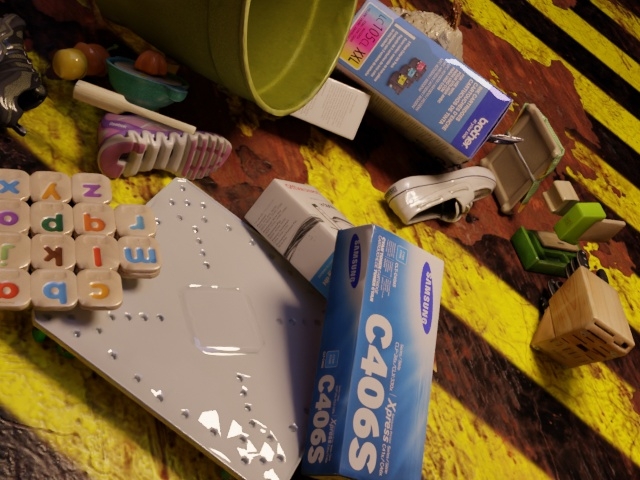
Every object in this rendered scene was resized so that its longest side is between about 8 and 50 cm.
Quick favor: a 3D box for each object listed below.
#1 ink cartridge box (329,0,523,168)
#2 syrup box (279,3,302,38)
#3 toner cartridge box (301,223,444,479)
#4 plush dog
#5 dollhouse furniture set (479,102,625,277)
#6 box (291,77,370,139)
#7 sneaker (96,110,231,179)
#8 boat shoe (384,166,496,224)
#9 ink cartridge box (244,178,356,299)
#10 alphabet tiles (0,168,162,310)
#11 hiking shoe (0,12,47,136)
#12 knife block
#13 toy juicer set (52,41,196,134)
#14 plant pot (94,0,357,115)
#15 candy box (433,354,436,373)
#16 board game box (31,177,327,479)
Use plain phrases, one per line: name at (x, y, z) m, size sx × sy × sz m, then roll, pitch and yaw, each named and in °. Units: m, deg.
ink cartridge box at (0.202, -0.278, 1.809) m, size 0.395 × 0.151 × 0.270 m, roll 38°, pitch 0°, yaw -2°
syrup box at (-0.060, -0.392, 1.767) m, size 0.096 × 0.093 × 0.237 m, roll 20°, pitch 8°, yaw -21°
toner cartridge box at (0.079, 0.168, 1.296) m, size 0.165 × 0.075 × 0.348 m, roll 26°, pitch 63°, yaw -40°
plush dog at (0.191, -0.448, 2.054) m, size 0.225 × 0.210 × 0.262 m, roll 22°, pitch 32°, yaw 23°
dollhouse furniture set at (0.476, -0.103, 1.902) m, size 0.151 × 0.197 × 0.301 m, roll 7°, pitch 49°, yaw -31°
box at (-0.016, -0.266, 1.727) m, size 0.170 × 0.091 × 0.130 m, roll 19°, pitch 8°, yaw -22°
sneaker at (-0.255, -0.162, 1.490) m, size 0.236 × 0.095 × 0.104 m, roll -1°, pitch 45°, yaw -37°
boat shoe at (0.246, -0.079, 1.787) m, size 0.267 × 0.096 × 0.088 m, roll -6°, pitch 60°, yaw -40°
ink cartridge box at (0.000, 0.000, 1.471) m, size 0.203 × 0.086 × 0.148 m, roll 45°, pitch 16°, yaw 20°
alphabet tiles at (-0.361, -0.003, 1.248) m, size 0.284 × 0.021 × 0.278 m, roll 2°, pitch 40°, yaw -20°
hiking shoe at (-0.476, -0.251, 1.426) m, size 0.114 × 0.086 × 0.227 m, roll 31°, pitch 43°, yaw -30°
knife block at (0.491, 0.105, 1.687) m, size 0.088 × 0.275 × 0.242 m, roll 33°, pitch 69°, yaw -6°
toy juicer set at (-0.307, -0.264, 1.450) m, size 0.209 × 0.089 × 0.329 m, roll 14°, pitch 17°, yaw -21°
plant pot at (-0.170, -0.429, 1.511) m, size 0.353 × 0.366 × 0.366 m, roll 21°, pitch 34°, yaw 21°
candy box at (0.136, 0.121, 1.509) m, size 0.109 × 0.053 × 0.187 m, roll 44°, pitch 31°, yaw -34°
board game box at (-0.148, 0.125, 1.319) m, size 0.390 × 0.050 × 0.390 m, roll 37°, pitch 39°, yaw -1°
